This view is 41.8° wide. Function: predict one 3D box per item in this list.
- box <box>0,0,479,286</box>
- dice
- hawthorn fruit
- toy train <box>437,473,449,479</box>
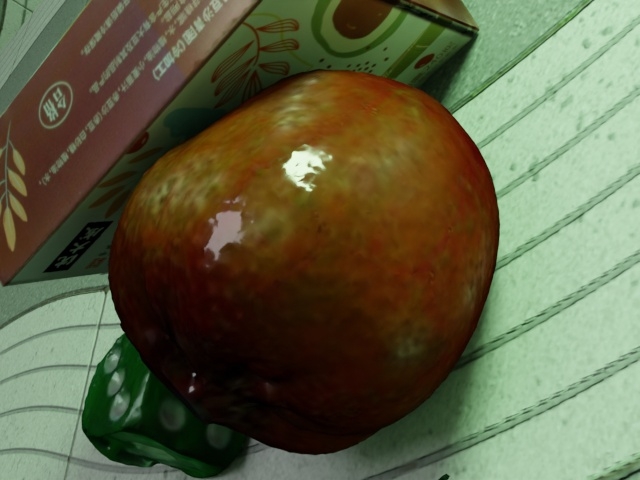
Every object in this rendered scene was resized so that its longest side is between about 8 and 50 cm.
[{"bbox_3d":[-0.084,-0.129,0.779,0.385,0.344,0.122,-42,73,26],"label":"box"},{"bbox_3d":[-0.151,0.162,0.838,0.128,0.131,0.120,-23,45,45],"label":"dice"},{"bbox_3d":[0.000,0.012,0.639,0.311,0.295,0.295,-36,33,-7],"label":"hawthorn fruit"},{"bbox_3d":[-0.005,0.235,0.313,0.160,0.397,0.253,-15,77,14],"label":"toy train"}]
